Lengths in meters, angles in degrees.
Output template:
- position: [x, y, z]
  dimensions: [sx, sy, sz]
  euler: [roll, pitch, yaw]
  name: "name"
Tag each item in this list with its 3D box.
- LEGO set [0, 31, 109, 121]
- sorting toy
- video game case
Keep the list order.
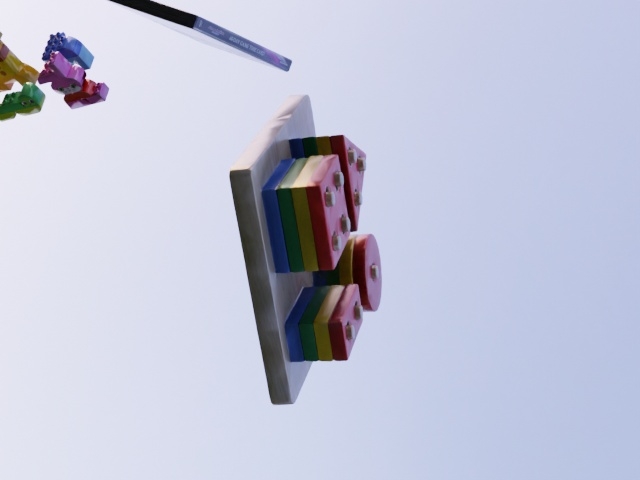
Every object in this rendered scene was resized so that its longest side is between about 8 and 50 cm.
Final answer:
- position: [-0.345, -0.194, 1.356]
  dimensions: [0.227, 0.093, 0.087]
  euler: [-10, -129, 27]
  name: "LEGO set"
- position: [0.000, 0.000, 1.290]
  dimensions: [0.089, 0.255, 0.257]
  euler: [-4, -68, 14]
  name: "sorting toy"
- position: [-0.191, -0.327, 1.885]
  dimensions: [0.196, 0.274, 0.026]
  euler: [23, -86, 29]
  name: "video game case"
